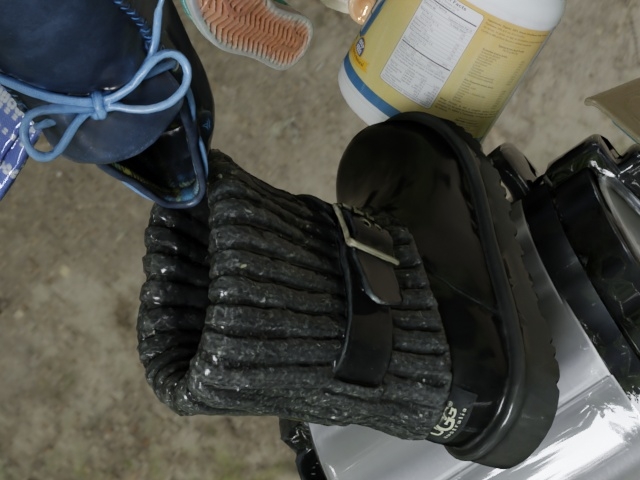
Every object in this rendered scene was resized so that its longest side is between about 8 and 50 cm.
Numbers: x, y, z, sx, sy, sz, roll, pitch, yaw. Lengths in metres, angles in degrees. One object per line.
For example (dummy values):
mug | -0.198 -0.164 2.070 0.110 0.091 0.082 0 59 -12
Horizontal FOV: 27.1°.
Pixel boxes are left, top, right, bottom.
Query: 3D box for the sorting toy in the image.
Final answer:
sorting toy | 0.443 -0.129 1.592 0.208 0.193 0.038 42 134 27

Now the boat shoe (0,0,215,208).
boat shoe | -0.099 -0.082 0.667 0.109 0.258 0.089 -22 73 14

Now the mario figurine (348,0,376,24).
mario figurine | 0.077 -0.300 1.277 0.198 0.170 0.320 -16 130 23

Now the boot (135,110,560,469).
boot | 0.002 -0.003 0.911 0.260 0.348 0.131 15 121 -23

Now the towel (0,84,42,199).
towel | -0.210 -0.210 0.823 0.243 0.040 0.336 37 100 8

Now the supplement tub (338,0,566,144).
supplement tub | 0.118 -0.185 1.133 0.144 0.144 0.200 32 119 3

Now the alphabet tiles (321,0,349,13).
alphabet tiles | 0.079 -0.386 1.780 0.284 0.021 0.278 21 152 13

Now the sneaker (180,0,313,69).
sneaker | -0.120 -0.302 1.687 0.121 0.302 0.108 35 94 23

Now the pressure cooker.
pressure cooker | 0.226 0.142 1.122 0.420 0.375 0.370 -37 129 19
